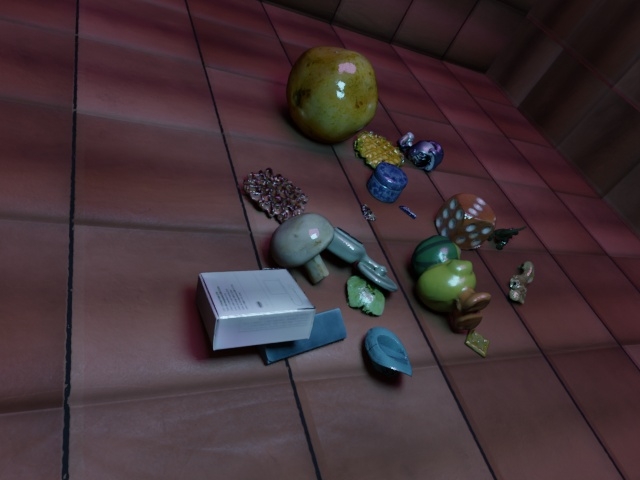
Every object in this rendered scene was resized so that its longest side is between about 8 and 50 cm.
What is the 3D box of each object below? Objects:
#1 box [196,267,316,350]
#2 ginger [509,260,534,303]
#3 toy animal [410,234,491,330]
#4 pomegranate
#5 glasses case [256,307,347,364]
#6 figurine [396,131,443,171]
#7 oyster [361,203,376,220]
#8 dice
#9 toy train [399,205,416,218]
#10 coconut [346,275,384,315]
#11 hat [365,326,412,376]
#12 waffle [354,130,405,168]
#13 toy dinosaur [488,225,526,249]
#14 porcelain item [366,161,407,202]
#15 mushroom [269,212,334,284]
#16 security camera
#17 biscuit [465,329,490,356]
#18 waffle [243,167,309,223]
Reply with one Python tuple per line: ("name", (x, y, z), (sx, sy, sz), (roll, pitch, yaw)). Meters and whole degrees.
("box", (-0.167, 0.163, 1.180), (0.252, 0.106, 0.203), (0, 28, -28))
("ginger", (0.809, 0.161, 1.893), (0.089, 0.075, 0.288), (33, 43, 9))
("toy animal", (0.411, 0.130, 1.576), (0.191, 0.216, 0.338), (-12, 48, -7))
("pomegranate", (0.060, -0.620, 1.967), (0.417, 0.416, 0.416), (18, 41, -16))
("glasses case", (-0.048, 0.246, 1.267), (0.266, 0.056, 0.105), (-9, 53, -38))
("figurine", (0.483, -0.432, 2.250), (0.222, 0.145, 0.145), (40, 40, 12))
("oyster", (0.185, -0.112, 1.815), (0.054, 0.019, 0.083), (1, 48, -31))
("dice", (0.589, -0.080, 1.918), (0.179, 0.174, 0.173), (8, 45, -21))
("toy train", (0.361, -0.120, 1.936), (0.083, 0.017, 0.017), (39, 39, 10))
("coconut", (0.140, 0.166, 1.471), (0.133, 0.055, 0.158), (-15, 56, -43))
("hat", (0.185, 0.328, 1.318), (0.138, 0.077, 0.191), (28, 20, -17))
("waffle", (0.278, -0.404, 2.145), (0.263, 0.060, 0.280), (14, 43, -20))
("toy dinosaur", (0.815, -0.049, 2.023), (0.087, 0.178, 0.187), (45, 39, 14))
("porcelain item", (0.278, -0.243, 1.936), (0.147, 0.114, 0.147), (18, 40, -16))
("mushroom", (-0.040, 0.029, 1.419), (0.207, 0.207, 0.215), (-43, 108, -49))
("security camera", (0.136, 0.059, 1.523), (0.302, 0.080, 0.157), (36, 8, 7))
("biscuit", (0.524, 0.339, 1.561), (0.081, 0.018, 0.083), (37, 40, 6))
("waffle", (-0.156, -0.160, 1.626), (0.234, 0.055, 0.221), (37, 38, -1))
